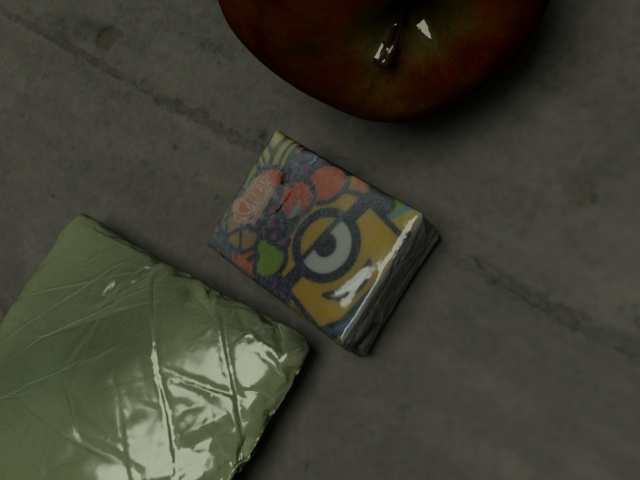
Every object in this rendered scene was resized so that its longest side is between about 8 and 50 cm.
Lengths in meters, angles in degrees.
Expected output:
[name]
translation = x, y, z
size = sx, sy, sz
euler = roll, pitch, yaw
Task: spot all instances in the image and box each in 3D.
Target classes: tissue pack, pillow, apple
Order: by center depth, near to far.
[apple]
translation = 0.043, -0.205, 0.535
size = 0.230, 0.230, 0.230
euler = -8, 73, 26
[tissue pack]
translation = 0.000, 0.000, 0.586
size = 0.148, 0.060, 0.109
euler = 34, 93, 32
[pillow]
translation = -0.174, 0.146, 0.633
size = 0.274, 0.076, 0.281
euler = 25, 83, 28
